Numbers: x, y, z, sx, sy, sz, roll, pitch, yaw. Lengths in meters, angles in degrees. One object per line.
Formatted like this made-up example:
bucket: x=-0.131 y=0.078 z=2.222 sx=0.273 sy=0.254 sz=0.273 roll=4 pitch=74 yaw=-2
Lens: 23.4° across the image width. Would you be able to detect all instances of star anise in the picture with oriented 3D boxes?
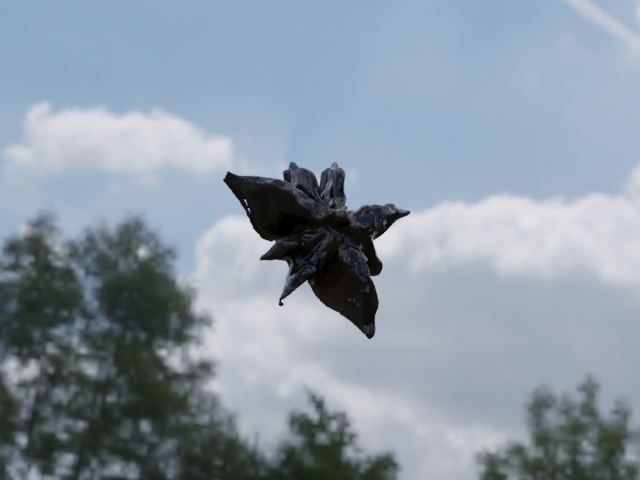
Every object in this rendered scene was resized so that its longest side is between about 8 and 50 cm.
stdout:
star anise: x=-0.008 y=-0.008 z=0.986 sx=0.129 sy=0.124 sz=0.056 roll=32 pitch=-40 yaw=-16
